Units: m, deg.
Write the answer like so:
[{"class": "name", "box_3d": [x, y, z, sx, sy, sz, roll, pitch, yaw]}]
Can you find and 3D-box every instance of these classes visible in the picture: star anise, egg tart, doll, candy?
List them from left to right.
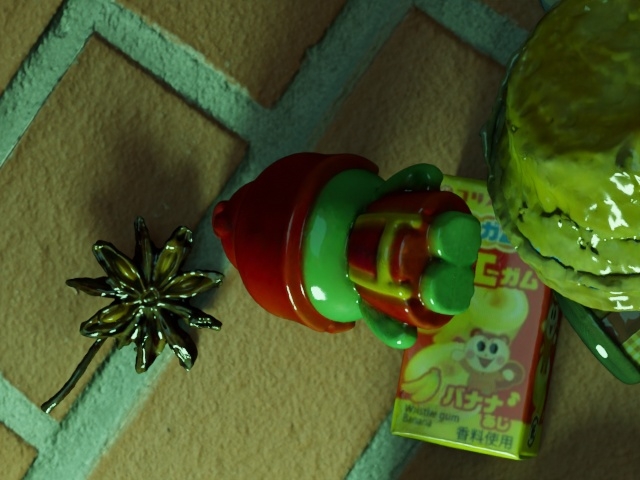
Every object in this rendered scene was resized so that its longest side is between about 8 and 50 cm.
[{"class": "star anise", "box_3d": [-0.216, 0.072, 1.985, 0.234, 0.073, 0.177, -17, 88, -2]}, {"class": "doll", "box_3d": [0.001, 0.000, 1.851, 0.363, 0.160, 0.182, 11, 97, 51]}, {"class": "candy", "box_3d": [0.169, 0.078, 1.870, 0.146, 0.088, 0.276, 11, 87, 19]}, {"class": "egg tart", "box_3d": [0.309, -0.127, 1.711, 0.388, 0.169, 0.387, -17, 57, 28]}]

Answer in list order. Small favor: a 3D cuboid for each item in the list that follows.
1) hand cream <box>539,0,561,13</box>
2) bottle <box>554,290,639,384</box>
[{"class": "hand cream", "box_3d": [0.278, -0.232, 1.891, 0.088, 0.055, 0.256, -35, 83, 15]}, {"class": "bottle", "box_3d": [0.371, 0.015, 1.792, 0.271, 0.143, 0.156, -39, 35, 13]}]
